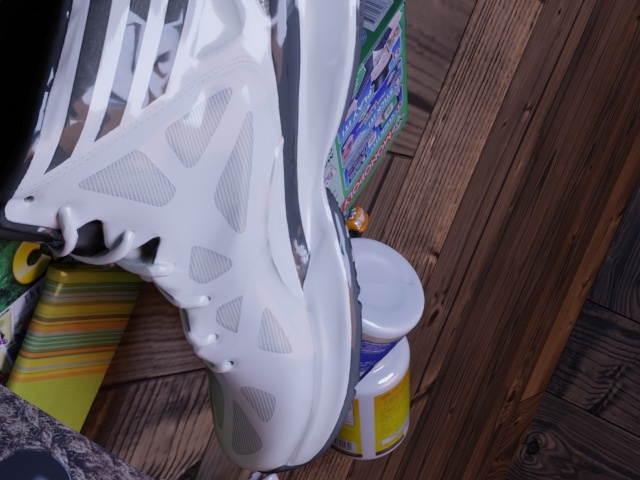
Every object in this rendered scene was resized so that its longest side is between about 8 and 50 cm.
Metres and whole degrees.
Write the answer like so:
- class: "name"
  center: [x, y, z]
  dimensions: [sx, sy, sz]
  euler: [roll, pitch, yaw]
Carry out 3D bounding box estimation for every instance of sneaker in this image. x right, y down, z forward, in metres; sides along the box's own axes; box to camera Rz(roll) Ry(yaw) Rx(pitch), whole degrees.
- class: "sneaker"
  center: [-0.117, -0.004, 0.754]
  dimensions: [0.257, 0.169, 0.447]
  euler: [-18, 124, -29]

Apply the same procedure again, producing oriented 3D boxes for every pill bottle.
- class: "pill bottle"
  center: [0.015, 0.091, 1.156]
  dimensions: [0.112, 0.112, 0.186]
  euler: [-41, 173, -44]
- class: "pill bottle"
  center: [0.048, 0.163, 1.348]
  dimensions: [0.117, 0.117, 0.215]
  euler: [-50, 154, -30]

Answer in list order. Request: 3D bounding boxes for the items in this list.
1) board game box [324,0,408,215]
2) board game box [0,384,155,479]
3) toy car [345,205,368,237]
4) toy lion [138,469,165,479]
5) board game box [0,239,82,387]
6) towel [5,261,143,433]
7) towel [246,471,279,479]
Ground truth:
- class: "board game box"
  center: [-0.015, -0.053, 1.049]
  dimensions: [0.317, 0.046, 0.213]
  euler: [-57, 164, -18]
- class: "board game box"
  center: [-0.216, 0.209, 0.606]
  dimensions: [0.232, 0.291, 0.141]
  euler: [-45, 151, -39]
- class: "toy car"
  center: [0.000, 0.000, 1.160]
  dimensions: [0.122, 0.060, 0.040]
  euler: [-53, 127, -39]
- class: "toy lion"
  center: [-0.179, 0.275, 1.091]
  dimensions: [0.096, 0.034, 0.100]
  euler: [-53, 155, -7]
- class: "board game box"
  center: [-0.184, 0.015, 0.814]
  dimensions: [0.259, 0.030, 0.136]
  euler: [-47, 150, -36]
- class: "towel"
  center: [-0.205, 0.121, 0.826]
  dimensions: [0.102, 0.021, 0.237]
  euler: [4, 113, -62]
- class: "towel"
  center: [-0.100, 0.448, 1.127]
  dimensions: [0.317, 0.053, 0.332]
  euler: [-28, 108, -49]
